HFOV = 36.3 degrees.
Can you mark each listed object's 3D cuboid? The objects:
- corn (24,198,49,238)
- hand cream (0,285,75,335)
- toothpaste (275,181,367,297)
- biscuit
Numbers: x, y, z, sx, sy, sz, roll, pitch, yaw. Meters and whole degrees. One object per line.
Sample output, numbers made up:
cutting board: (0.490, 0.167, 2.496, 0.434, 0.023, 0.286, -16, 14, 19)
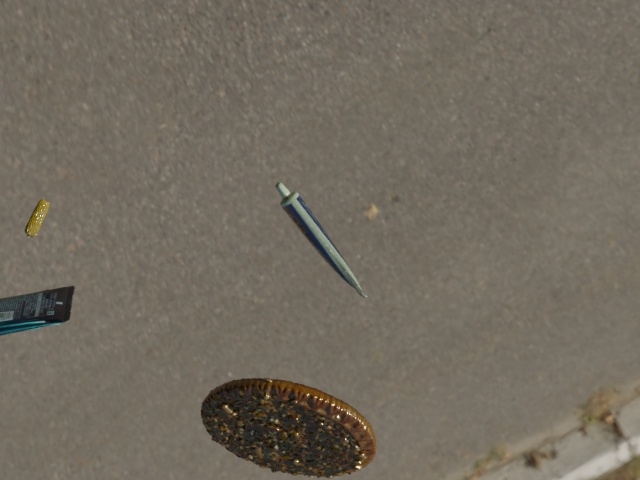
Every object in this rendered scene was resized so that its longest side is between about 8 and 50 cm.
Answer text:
corn: (-0.561, -0.042, 1.931, 0.028, 0.027, 0.083, 27, 86, -19)
hand cream: (-0.605, 0.144, 1.852, 0.270, 0.120, 0.061, -13, 121, -1)
toothpaste: (0.000, 0.000, 0.935, 0.021, 0.037, 0.140, -38, 103, -2)
biscuit: (-0.055, 0.318, 1.601, 0.305, 0.038, 0.305, 10, 143, 7)
